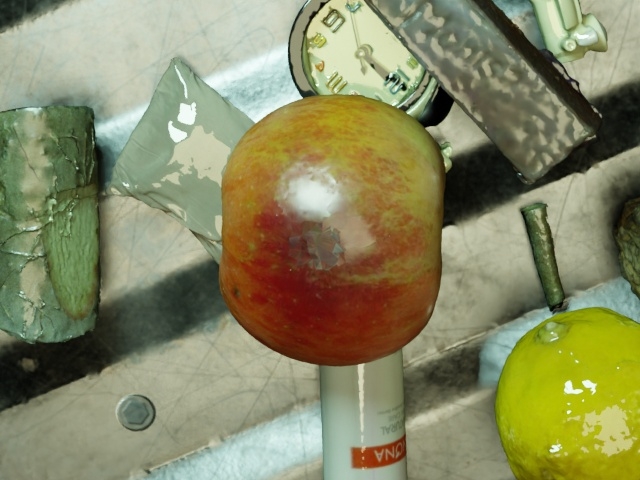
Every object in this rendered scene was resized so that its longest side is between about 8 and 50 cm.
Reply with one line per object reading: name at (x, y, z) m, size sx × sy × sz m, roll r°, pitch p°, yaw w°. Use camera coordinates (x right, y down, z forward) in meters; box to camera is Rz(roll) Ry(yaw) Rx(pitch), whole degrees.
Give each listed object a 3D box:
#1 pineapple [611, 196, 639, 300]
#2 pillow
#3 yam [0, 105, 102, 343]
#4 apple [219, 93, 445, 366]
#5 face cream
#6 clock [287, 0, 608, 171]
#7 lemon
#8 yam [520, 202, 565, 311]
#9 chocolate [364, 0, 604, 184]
pineapple at (0.515, -0.019, 1.426) m, size 0.361 × 0.175 × 0.175 m, roll -13°, pitch 103°, yaw -12°
pillow at (-0.108, -0.056, 1.435) m, size 0.270 × 0.067 × 0.173 m, roll 37°, pitch 95°, yaw -8°
yam at (-0.309, -0.026, 1.395) m, size 0.154 × 0.154 × 0.254 m, roll 0°, pitch 102°, yaw -1°
apple at (0.000, 0.000, 1.312) m, size 0.251 × 0.163 × 0.293 m, roll 5°, pitch 101°, yaw 10°
face cream at (0.051, 0.238, 1.485) m, size 0.102 × 0.102 × 0.345 m, roll -4°, pitch 102°, yaw -1°
clock at (0.147, -0.242, 1.383) m, size 0.379 × 0.120 × 0.276 m, roll -42°, pitch 97°, yaw 12°
lemon at (0.315, 0.204, 1.421) m, size 0.233 × 0.233 × 0.288 m, roll -29°, pitch 106°, yaw 5°
yam at (0.264, 0.021, 1.482) m, size 0.033 × 0.027 × 0.129 m, roll -17°, pitch 103°, yaw 3°
chocolate at (0.151, -0.190, 1.280) m, size 0.112 × 0.112 × 0.321 m, roll -41°, pitch 94°, yaw 15°
